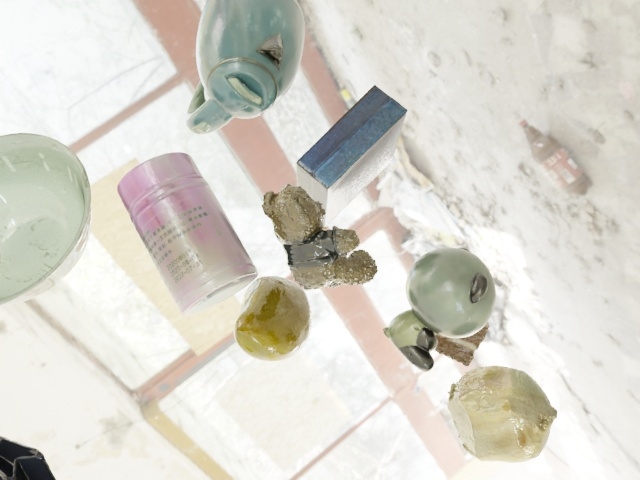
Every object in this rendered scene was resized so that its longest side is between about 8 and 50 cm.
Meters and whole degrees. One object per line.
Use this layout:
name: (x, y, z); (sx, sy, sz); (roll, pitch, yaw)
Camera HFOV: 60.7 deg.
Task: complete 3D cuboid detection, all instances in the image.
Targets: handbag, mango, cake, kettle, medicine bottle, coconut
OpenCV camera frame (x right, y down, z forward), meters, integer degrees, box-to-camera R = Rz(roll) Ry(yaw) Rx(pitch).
handbag: (-0.941, 0.771, 1.708); (0.330, 0.122, 0.303); (3, 119, 34)
mango: (-0.109, 0.194, 1.337); (0.195, 0.142, 0.331); (42, -161, -12)
cake: (0.345, 0.226, 1.418); (0.135, 0.147, 0.134); (25, -179, -2)
kettle: (-0.188, -0.384, 1.235); (0.247, 0.320, 0.342); (34, -143, -30)
medicine bottle: (-0.234, -0.013, 0.963); (0.253, 0.152, 0.152); (60, 172, 10)
coconut: (0.351, 0.331, 1.041); (0.194, 0.194, 0.194); (51, 171, 12)

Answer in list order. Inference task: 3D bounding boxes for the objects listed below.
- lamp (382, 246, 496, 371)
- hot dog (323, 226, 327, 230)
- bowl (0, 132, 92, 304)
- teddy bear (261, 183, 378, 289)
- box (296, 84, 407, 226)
lamp: (0.241, 0.129, 1.101); (0.198, 0.243, 0.197); (29, -161, -11)
hot dog: (-0.036, -0.040, 1.569); (0.133, 0.056, 0.041); (11, -143, -42)
bowl: (-0.688, -0.014, 1.252); (0.435, 0.435, 0.196); (49, 171, 24)
teddy bear: (-0.006, 0.017, 0.913); (0.182, 0.129, 0.251); (-7, 136, 37)
box: (0.072, -0.197, 1.357); (0.116, 0.279, 0.261); (43, 166, 11)
